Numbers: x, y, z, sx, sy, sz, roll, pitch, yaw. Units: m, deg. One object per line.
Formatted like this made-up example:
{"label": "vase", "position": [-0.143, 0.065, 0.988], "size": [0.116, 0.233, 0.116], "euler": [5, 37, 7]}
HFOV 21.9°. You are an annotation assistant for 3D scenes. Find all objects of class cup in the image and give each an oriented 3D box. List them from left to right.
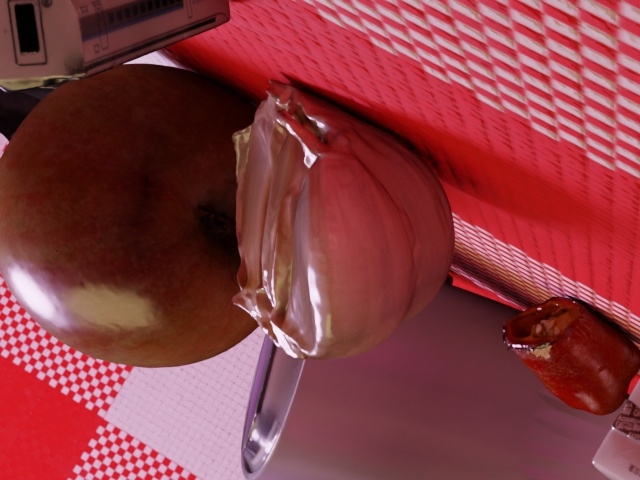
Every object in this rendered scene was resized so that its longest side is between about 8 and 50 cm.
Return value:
{"label": "cup", "position": [0.107, 0.166, 1.710], "size": [0.371, 0.253, 0.253], "euler": [17, 179, -12]}

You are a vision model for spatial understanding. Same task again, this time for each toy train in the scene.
{"label": "toy train", "position": [-0.098, -0.121, 0.854], "size": [0.055, 0.048, 0.252], "euler": [-7, -168, 16]}

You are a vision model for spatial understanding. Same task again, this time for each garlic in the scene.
{"label": "garlic", "position": [0.022, -0.014, 1.144], "size": [0.143, 0.178, 0.229], "euler": [0, -156, -14]}

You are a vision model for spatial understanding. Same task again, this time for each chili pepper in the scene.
{"label": "chili pepper", "position": [0.242, 0.112, 1.480], "size": [0.192, 0.084, 0.086], "euler": [39, -171, -39]}

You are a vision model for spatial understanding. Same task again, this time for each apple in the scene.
{"label": "apple", "position": [-0.140, -0.022, 1.368], "size": [0.257, 0.257, 0.234], "euler": [32, 165, -24]}

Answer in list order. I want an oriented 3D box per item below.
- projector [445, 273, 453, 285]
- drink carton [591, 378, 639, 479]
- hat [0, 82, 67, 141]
{"label": "projector", "position": [0.000, 0.000, 1.859], "size": [0.269, 0.088, 0.193], "euler": [32, 173, -32]}
{"label": "drink carton", "position": [0.412, 0.237, 1.463], "size": [0.194, 0.132, 0.324], "euler": [26, 173, 46]}
{"label": "hat", "position": [-0.303, -0.159, 1.973], "size": [0.382, 0.257, 0.366], "euler": [-13, 134, 29]}
